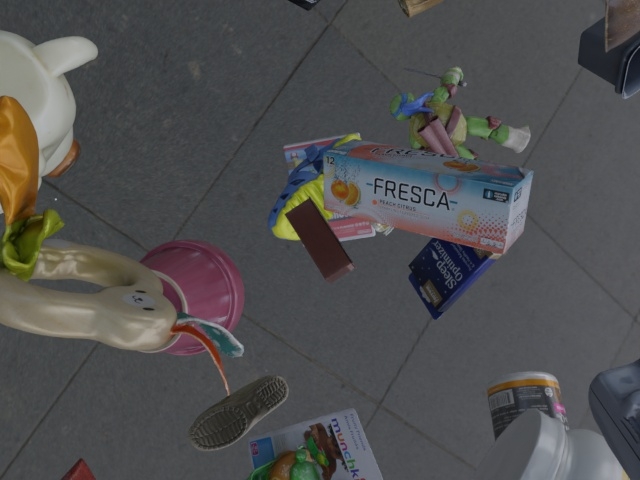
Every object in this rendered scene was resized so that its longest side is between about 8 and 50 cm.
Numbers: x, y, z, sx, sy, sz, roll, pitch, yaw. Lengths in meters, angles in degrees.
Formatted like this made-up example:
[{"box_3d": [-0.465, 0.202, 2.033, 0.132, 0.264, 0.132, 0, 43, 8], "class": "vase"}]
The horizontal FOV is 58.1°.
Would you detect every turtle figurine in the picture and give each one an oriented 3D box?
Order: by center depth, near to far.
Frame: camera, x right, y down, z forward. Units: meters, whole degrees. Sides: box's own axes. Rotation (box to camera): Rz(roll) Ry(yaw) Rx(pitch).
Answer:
[{"box_3d": [0.254, -0.227, 1.148, 0.266, 0.275, 0.197, 26, 81, -7], "class": "turtle figurine"}]

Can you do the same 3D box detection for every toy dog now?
[{"box_3d": [-0.570, -0.215, 1.009, 0.284, 0.408, 0.395, 41, 81, -15], "class": "toy dog"}]

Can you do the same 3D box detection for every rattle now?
[{"box_3d": [-0.132, 0.005, 0.396, 0.200, 0.130, 0.142, 17, 87, 18], "class": "rattle"}]

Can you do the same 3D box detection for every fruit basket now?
[{"box_3d": [-0.001, 0.474, 0.975, 0.165, 0.353, 0.327, -12, 76, -37], "class": "fruit basket"}]

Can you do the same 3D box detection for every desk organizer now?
[{"box_3d": [0.000, 0.000, 0.913, 0.050, 0.047, 0.130, -33, 74, 2], "class": "desk organizer"}]

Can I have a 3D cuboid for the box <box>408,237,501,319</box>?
[{"box_3d": [0.276, 0.057, 1.257, 0.037, 0.136, 0.225, 4, 133, -38], "class": "box"}]

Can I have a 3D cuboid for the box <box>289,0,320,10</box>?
[{"box_3d": [-0.121, -0.596, 1.143, 0.270, 0.060, 0.216, 1, 62, -53], "class": "box"}]

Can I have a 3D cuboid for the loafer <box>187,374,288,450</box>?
[{"box_3d": [-0.203, 0.428, 1.440, 0.269, 0.092, 0.102, -27, 91, -16], "class": "loafer"}]

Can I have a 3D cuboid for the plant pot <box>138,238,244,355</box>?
[{"box_3d": [-0.246, 0.102, 0.953, 0.201, 0.180, 0.201, 1, 93, 10], "class": "plant pot"}]

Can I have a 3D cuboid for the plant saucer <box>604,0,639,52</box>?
[{"box_3d": [0.280, -0.325, 0.495, 0.311, 0.050, 0.310, 4, 90, -64], "class": "plant saucer"}]

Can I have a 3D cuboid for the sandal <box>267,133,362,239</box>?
[{"box_3d": [-0.024, -0.123, 1.328, 0.317, 0.138, 0.126, -51, 134, -31], "class": "sandal"}]

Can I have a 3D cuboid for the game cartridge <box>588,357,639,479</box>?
[{"box_3d": [0.287, 0.162, 0.247, 0.198, 0.297, 0.062, -9, 136, -12], "class": "game cartridge"}]

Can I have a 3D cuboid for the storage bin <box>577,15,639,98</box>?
[{"box_3d": [0.429, -0.270, 0.797, 0.135, 0.091, 0.098, -35, 141, -10], "class": "storage bin"}]

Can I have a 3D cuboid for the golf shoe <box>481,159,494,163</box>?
[{"box_3d": [0.502, -0.230, 1.850, 0.186, 0.086, 0.067, 4, 111, -15], "class": "golf shoe"}]

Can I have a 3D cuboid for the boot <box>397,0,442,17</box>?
[{"box_3d": [0.247, -0.502, 0.994, 0.270, 0.236, 0.089, -23, 123, 11], "class": "boot"}]

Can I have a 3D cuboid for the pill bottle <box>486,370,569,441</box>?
[{"box_3d": [0.465, 0.442, 1.263, 0.162, 0.162, 0.278, 14, 56, -25], "class": "pill bottle"}]

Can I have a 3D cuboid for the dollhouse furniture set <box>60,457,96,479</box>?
[{"box_3d": [-0.137, 0.303, 0.514, 0.152, 0.201, 0.374, -42, 149, -49], "class": "dollhouse furniture set"}]

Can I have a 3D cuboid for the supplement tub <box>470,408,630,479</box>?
[{"box_3d": [0.364, 0.394, 0.722, 0.331, 0.241, 0.241, 33, 78, 11], "class": "supplement tub"}]

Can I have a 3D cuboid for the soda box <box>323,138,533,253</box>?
[{"box_3d": [0.092, -0.046, 0.528, 0.058, 0.183, 0.063, -33, 131, -49], "class": "soda box"}]

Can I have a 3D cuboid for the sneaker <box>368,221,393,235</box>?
[{"box_3d": [0.196, -0.075, 1.296, 0.108, 0.292, 0.169, 44, 79, -19], "class": "sneaker"}]

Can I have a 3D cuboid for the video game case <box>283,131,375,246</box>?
[{"box_3d": [0.027, -0.133, 1.554, 0.204, 0.025, 0.285, -9, 107, 6], "class": "video game case"}]
